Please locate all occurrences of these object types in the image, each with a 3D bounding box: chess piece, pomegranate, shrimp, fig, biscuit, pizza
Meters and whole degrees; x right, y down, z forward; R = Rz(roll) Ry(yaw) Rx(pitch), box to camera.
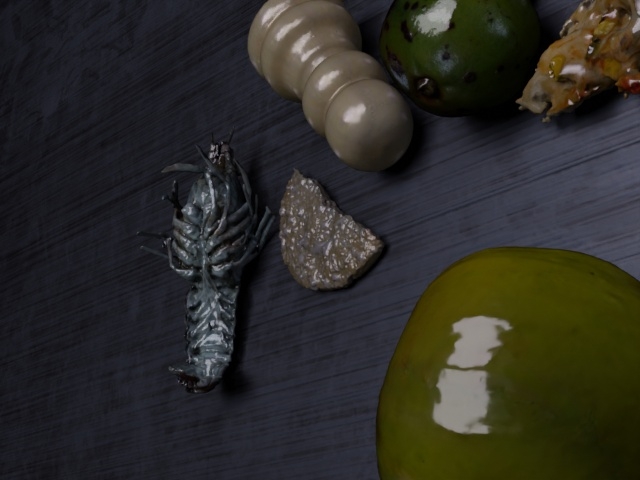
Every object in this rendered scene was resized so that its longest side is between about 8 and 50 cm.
[{"bbox_3d":[0.029,-0.214,1.749,0.167,0.167,0.299,-55,45,20],"label":"chess piece"},{"bbox_3d":[0.183,-0.263,1.555,0.202,0.202,0.248,-5,41,51],"label":"pomegranate"},{"bbox_3d":[-0.170,0.021,1.894,0.221,0.166,0.410,-3,84,17],"label":"shrimp"},{"bbox_3d":[0.225,0.168,1.189,0.343,0.343,0.343,-26,55,44],"label":"fig"},{"bbox_3d":[-0.003,0.001,1.780,0.250,0.032,0.133,43,110,50],"label":"biscuit"},{"bbox_3d":[0.336,-0.239,1.420,0.297,0.071,0.189,-28,55,43],"label":"pizza"}]
